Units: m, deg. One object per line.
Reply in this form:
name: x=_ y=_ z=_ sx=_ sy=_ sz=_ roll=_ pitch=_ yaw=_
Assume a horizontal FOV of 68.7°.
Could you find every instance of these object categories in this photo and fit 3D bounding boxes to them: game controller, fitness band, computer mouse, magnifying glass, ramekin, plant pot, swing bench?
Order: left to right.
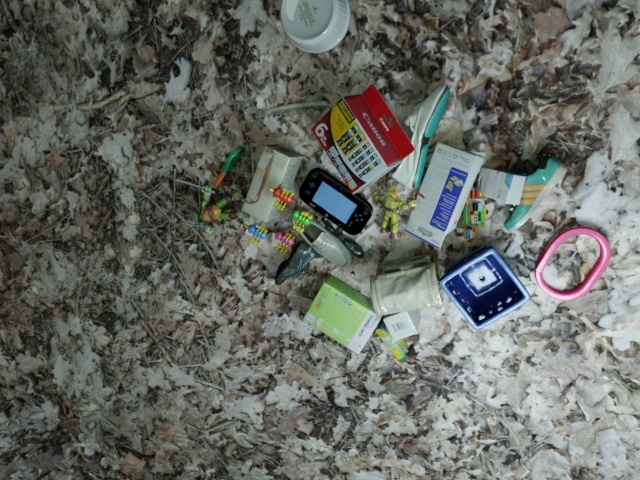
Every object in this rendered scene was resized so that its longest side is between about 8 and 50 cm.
magnifying glass: x=-0.409 y=-0.321 z=2.057 sx=0.026 sy=0.092 sz=0.231 roll=41 pitch=122 yaw=2
ramekin: x=-0.030 y=-0.860 z=1.776 sx=0.272 sy=0.127 sz=0.273 roll=4 pitch=104 yaw=16
game controller: x=0.062 y=-0.160 z=1.945 sx=0.319 sy=0.067 sz=0.166 roll=36 pitch=111 yaw=8
computer mouse: x=0.097 y=-0.017 z=1.960 sx=0.242 sy=0.071 sz=0.041 roll=44 pitch=106 yaw=-1
swing bench: x=0.341 y=0.166 z=1.829 sx=0.253 sy=0.254 sz=0.165 roll=-13 pitch=98 yaw=20
plant pot: x=0.607 y=0.159 z=1.760 sx=0.236 sy=0.212 sz=0.236 roll=-37 pitch=90 yaw=17
fitness band: x=0.928 y=0.085 z=1.729 sx=0.209 sy=0.054 sz=0.291 roll=28 pitch=111 yaw=10

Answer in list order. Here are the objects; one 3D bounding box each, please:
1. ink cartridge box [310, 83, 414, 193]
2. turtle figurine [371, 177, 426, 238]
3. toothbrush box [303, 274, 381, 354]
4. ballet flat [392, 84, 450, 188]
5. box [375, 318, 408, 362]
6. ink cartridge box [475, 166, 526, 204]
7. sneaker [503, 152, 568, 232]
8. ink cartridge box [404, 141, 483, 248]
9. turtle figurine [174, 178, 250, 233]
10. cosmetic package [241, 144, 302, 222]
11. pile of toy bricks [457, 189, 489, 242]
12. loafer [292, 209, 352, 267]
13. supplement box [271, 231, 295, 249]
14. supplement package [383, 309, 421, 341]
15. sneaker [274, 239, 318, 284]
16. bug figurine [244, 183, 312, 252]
ink cartridge box: x=0.157 y=-0.384 z=1.772 sx=0.272 sy=0.130 sz=0.309 roll=-36 pitch=85 yaw=43
turtle figurine: x=0.288 y=-0.118 z=1.831 sx=0.269 sy=0.087 sz=0.217 roll=20 pitch=123 yaw=41
toothbrush box: x=0.103 y=0.316 z=2.014 sx=0.283 sy=0.122 sz=0.206 roll=31 pitch=110 yaw=10
ballet flat: x=0.362 y=-0.395 z=1.766 sx=0.139 sy=0.139 sz=0.400 roll=20 pitch=111 yaw=13
box: x=0.311 y=0.424 z=1.981 sx=0.043 sy=0.105 sz=0.179 roll=-36 pitch=91 yaw=23
ink cartridge box: x=0.655 y=-0.203 z=1.714 sx=0.061 sy=0.181 sz=0.104 roll=3 pitch=107 yaw=-20
sneaker: x=0.749 y=-0.176 z=1.703 sx=0.121 sy=0.108 sz=0.302 roll=36 pitch=103 yaw=9
ink cartridge box: x=0.462 y=-0.171 z=1.777 sx=0.175 sy=0.069 sz=0.371 roll=32 pitch=111 yaw=38
turtle figurine: x=-0.461 y=-0.139 z=2.030 sx=0.266 sy=0.198 sz=0.275 roll=-15 pitch=140 yaw=4
cosmetic package: x=-0.203 y=-0.242 z=1.967 sx=0.129 sy=0.153 sz=0.296 roll=26 pitch=108 yaw=11
pile of toy bricks: x=0.592 y=-0.097 z=1.781 sx=0.105 sy=0.118 sz=0.212 roll=-1 pitch=93 yaw=-21
loafer: x=0.000 y=0.000 z=1.977 sx=0.319 sy=0.111 sz=0.112 roll=42 pitch=111 yaw=5
supplement box: x=-0.164 y=0.001 z=2.071 sx=0.098 sy=0.036 sz=0.062 roll=13 pitch=107 yaw=15
supplement package: x=0.336 y=0.317 z=1.907 sx=0.105 sy=0.179 sz=0.105 roll=-26 pitch=93 yaw=22
sneaker: x=-0.112 y=0.118 z=2.048 sx=0.106 sy=0.101 sz=0.267 roll=27 pitch=127 yaw=-19
bug figurine: x=-0.165 y=-0.079 z=1.901 sx=0.216 sy=0.072 sz=0.279 roll=34 pitch=110 yaw=-13
